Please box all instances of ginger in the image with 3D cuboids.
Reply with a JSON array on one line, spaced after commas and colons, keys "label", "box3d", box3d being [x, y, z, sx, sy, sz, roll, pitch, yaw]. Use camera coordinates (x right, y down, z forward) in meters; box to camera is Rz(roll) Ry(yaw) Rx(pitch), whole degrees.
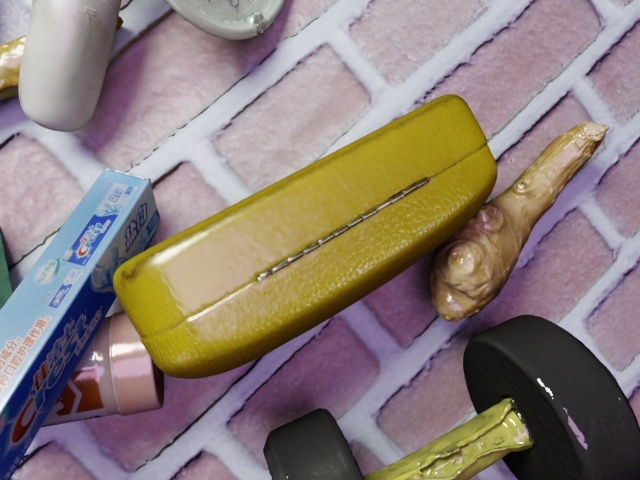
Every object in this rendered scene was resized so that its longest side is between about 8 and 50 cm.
[{"label": "ginger", "box3d": [0.219, -0.032, 0.596, 0.086, 0.131, 0.294, 36, 78, 32]}]

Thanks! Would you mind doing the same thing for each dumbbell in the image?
[{"label": "dumbbell", "box3d": [0.126, 0.226, 0.528, 0.322, 0.204, 0.203, -22, 95, -12]}]

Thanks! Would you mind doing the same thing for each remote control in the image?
[{"label": "remote control", "box3d": [-0.215, -0.208, 0.472, 0.073, 0.044, 0.229, 7, 108, -45]}]

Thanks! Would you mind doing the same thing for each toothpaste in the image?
[{"label": "toothpaste", "box3d": [-0.218, 0.055, 0.445, 0.053, 0.066, 0.272, 14, 52, 4]}]

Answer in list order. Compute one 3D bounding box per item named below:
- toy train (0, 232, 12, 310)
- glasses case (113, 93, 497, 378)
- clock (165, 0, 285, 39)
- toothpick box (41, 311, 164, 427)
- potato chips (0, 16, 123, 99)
[{"label": "toy train", "box3d": [-0.312, 0.026, 0.451, 0.070, 0.099, 0.172, -27, 53, -12]}, {"label": "glasses case", "box3d": [0.000, 0.000, 0.511, 0.371, 0.173, 0.141, -30, 98, -18]}, {"label": "clock", "box3d": [-0.112, -0.312, 0.501, 0.236, 0.053, 0.236, -9, 101, -54]}, {"label": "toothpick box", "box3d": [-0.231, 0.123, 0.497, 0.149, 0.098, 0.098, -7, 91, -12]}, {"label": "potato chips", "box3d": [-0.383, -0.145, 0.483, 0.407, 0.057, 0.080, -16, 91, -13]}]
